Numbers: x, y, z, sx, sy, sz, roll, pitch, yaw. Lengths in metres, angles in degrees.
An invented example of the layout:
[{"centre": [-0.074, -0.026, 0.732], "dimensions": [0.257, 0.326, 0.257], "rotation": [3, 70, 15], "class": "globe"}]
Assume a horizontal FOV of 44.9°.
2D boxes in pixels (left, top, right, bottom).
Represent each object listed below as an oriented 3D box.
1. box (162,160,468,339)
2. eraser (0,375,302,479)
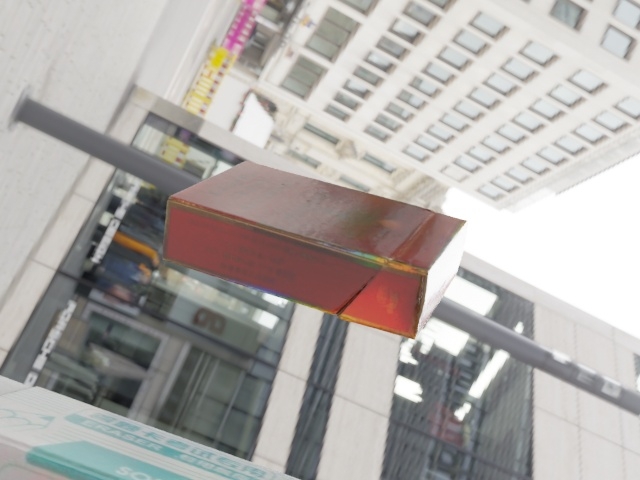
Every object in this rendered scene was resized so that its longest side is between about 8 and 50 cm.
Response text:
[{"centre": [-0.001, 0.000, 0.926], "dimensions": [0.197, 0.313, 0.089], "rotation": [-38, 140, -62], "class": "box"}, {"centre": [-0.098, 0.125, 0.381], "dimensions": [0.095, 0.225, 0.052], "rotation": [6, 101, -81], "class": "eraser"}]
